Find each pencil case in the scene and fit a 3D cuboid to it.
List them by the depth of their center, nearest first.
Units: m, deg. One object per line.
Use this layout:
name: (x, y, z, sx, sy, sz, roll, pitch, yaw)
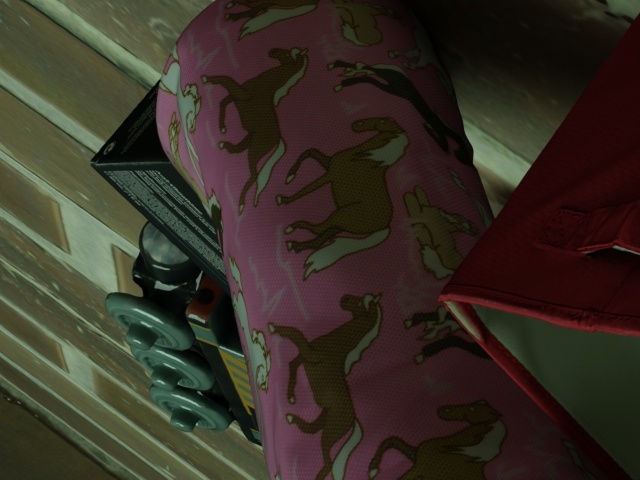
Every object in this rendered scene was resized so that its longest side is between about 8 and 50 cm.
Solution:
pencil case: (0.028, 0.044, 0.850, 0.167, 0.160, 0.386, 32, -153, -39)

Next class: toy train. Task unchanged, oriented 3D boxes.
toy train: (-0.050, 0.079, 1.496, 0.190, 0.142, 0.334, 19, 157, 16)

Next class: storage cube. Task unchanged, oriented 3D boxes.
storage cube: (0.199, 0.014, 0.655, 0.215, 0.193, 0.183, 44, 163, -26)

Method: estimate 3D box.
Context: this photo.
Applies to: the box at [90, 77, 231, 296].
box: (0.000, 0.000, 1.201, 0.261, 0.103, 0.184, 44, 165, -22)
